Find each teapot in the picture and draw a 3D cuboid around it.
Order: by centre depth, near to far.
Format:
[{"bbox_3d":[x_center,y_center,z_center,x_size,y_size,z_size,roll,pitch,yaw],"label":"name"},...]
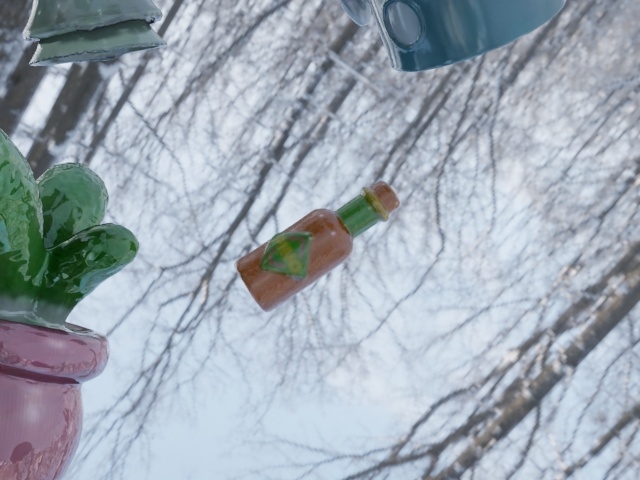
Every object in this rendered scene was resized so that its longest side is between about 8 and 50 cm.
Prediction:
[{"bbox_3d":[-0.189,-0.260,0.705,0.183,0.251,0.183,-8,-170,1],"label":"teapot"}]

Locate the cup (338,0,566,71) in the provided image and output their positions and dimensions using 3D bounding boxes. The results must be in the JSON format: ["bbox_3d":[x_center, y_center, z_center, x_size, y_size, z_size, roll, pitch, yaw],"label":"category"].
[{"bbox_3d":[0.104,-0.254,0.795,0.167,0.300,0.173,-38,-65,-32],"label":"cup"}]

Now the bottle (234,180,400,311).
[{"bbox_3d":[0.000,0.000,1.016,0.069,0.187,0.069,55,177,4],"label":"bottle"}]

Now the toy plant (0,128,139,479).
[{"bbox_3d":[-0.319,0.071,0.961,0.210,0.356,0.317,18,178,13],"label":"toy plant"}]
